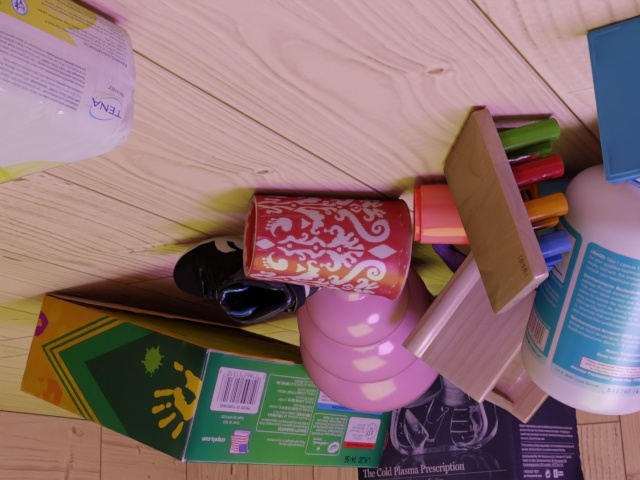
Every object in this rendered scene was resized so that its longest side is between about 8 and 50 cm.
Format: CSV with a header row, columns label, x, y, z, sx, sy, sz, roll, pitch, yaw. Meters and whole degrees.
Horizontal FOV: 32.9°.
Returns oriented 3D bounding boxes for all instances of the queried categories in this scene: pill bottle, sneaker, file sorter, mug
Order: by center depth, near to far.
label,x,y,z,sx,sy,sz,roll,pitch,yaw
file sorter,0.303,-0.108,0.799,0.170,0.118,0.104,-12,165,34
pill bottle,0.292,0.027,1.046,0.146,0.146,0.264,2,121,-14
mug,0.000,0.009,1.211,0.169,0.113,0.150,5,162,-13
sneaker,-0.110,0.048,1.283,0.217,0.079,0.121,-3,-162,30

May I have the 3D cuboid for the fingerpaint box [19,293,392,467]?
label,x,y,z,sx,sy,sz,roll,pitch,yaw
fingerpaint box,-0.162,0.224,1.667,0.371,0.163,0.445,13,178,39

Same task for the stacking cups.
label,x,y,z,sx,sy,sz,roll,pitch,yaw
stacking cups,0.257,-0.036,1.150,0.316,0.096,0.096,3,165,2

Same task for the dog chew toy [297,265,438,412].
label,x,y,z,sx,sy,sz,roll,pitch,yaw
dog chew toy,0.060,0.104,1.430,0.206,0.206,0.332,-4,156,8

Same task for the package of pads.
label,x,y,z,sx,sy,sz,roll,pitch,yaw
package of pads,-0.304,-0.105,0.756,0.296,0.101,0.229,-11,162,33

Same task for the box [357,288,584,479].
label,x,y,z,sx,sy,sz,roll,pitch,yaw
box,0.229,0.259,1.779,0.179,0.312,0.343,12,159,-41

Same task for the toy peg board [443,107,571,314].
label,x,y,z,sx,sy,sz,roll,pitch,yaw
toy peg board,0.190,-0.031,1.019,0.079,0.161,0.161,-16,167,-7

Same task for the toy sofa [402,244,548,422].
label,x,y,z,sx,sy,sz,roll,pitch,yaw
toy sofa,0.216,0.119,1.415,0.177,0.150,0.362,37,-179,23
